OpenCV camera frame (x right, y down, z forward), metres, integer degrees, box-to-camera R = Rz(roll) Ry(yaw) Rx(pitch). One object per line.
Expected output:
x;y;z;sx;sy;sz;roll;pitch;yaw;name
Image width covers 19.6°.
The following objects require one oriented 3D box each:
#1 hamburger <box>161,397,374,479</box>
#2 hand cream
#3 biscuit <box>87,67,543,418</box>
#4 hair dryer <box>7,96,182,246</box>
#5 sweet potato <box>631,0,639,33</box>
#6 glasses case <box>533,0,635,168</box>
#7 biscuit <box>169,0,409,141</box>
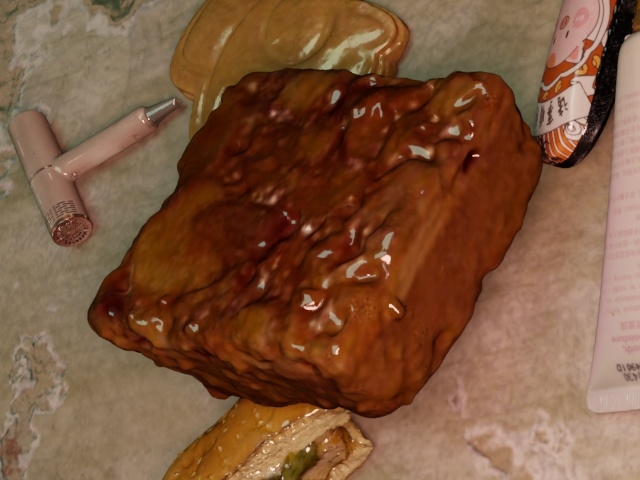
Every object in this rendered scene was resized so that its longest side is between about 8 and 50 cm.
-0.071;0.222;1.879;0.262;0.124;0.131;-38;49;18;hamburger
0.328;-0.022;1.693;0.185;0.118;0.358;-7;73;44;hand cream
0.000;0.000;1.795;0.395;0.166;0.342;8;63;49;biscuit
-0.269;-0.131;2.229;0.220;0.054;0.195;-42;51;16;hair dryer
0.395;-0.296;1.756;0.286;0.085;0.112;-42;47;-8;sweet potato
0.266;-0.199;1.812;0.103;0.067;0.266;146;141;-76;glasses case
-0.041;-0.170;2.072;0.376;0.051;0.269;34;95;41;biscuit
